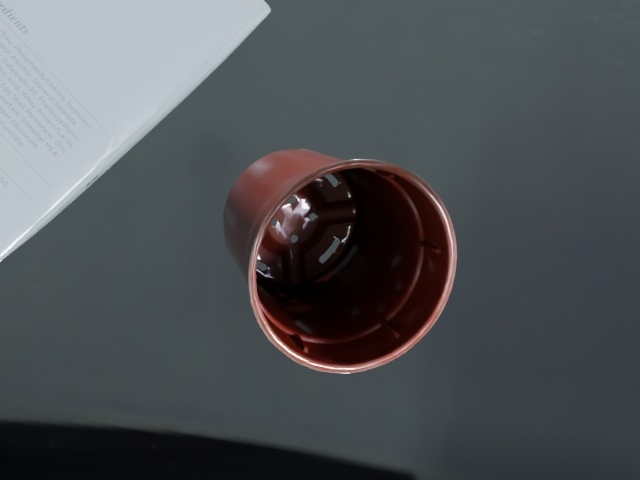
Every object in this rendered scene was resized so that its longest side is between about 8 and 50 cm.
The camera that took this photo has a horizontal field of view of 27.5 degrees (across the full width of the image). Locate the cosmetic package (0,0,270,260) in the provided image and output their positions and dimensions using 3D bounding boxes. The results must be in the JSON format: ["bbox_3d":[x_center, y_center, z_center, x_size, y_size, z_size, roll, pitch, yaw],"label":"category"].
[{"bbox_3d":[-0.178,-0.102,0.832,0.225,0.138,0.224,-46,-169,-15],"label":"cosmetic package"}]

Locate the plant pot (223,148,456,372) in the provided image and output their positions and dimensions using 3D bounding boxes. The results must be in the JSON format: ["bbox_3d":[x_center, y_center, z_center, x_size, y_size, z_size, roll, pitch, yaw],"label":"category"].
[{"bbox_3d":[0.000,0.000,1.714,0.265,0.272,0.272,-141,-125,-65],"label":"plant pot"}]
